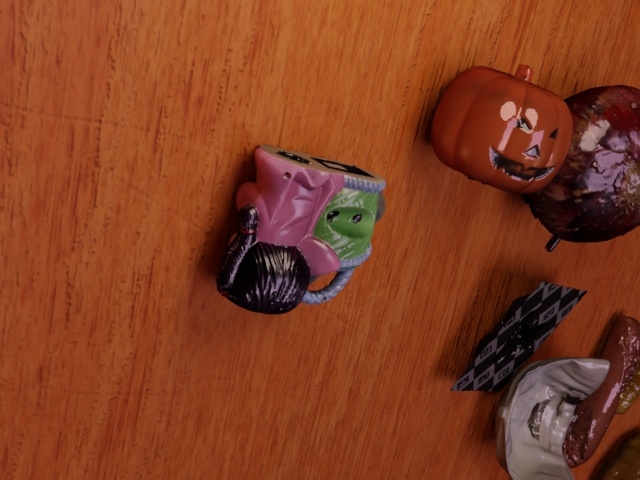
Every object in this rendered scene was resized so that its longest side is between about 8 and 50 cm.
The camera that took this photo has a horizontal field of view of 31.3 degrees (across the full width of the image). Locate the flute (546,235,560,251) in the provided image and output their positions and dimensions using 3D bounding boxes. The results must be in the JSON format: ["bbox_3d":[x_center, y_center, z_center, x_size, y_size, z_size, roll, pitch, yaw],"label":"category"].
[{"bbox_3d":[0.455,-0.089,1.892,0.269,0.014,0.014,-53,140,-6],"label":"flute"}]

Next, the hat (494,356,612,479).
[{"bbox_3d":[0.401,0.320,2.027,0.301,0.168,0.257,37,70,-73],"label":"hat"}]

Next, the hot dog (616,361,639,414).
[{"bbox_3d":[0.654,0.230,2.245,0.286,0.088,0.061,-45,133,-19],"label":"hot dog"}]

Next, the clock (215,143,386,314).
[{"bbox_3d":[-0.024,-0.004,1.375,0.194,0.100,0.195,12,103,-37],"label":"clock"}]

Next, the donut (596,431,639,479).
[{"bbox_3d":[0.689,0.526,2.434,0.208,0.128,0.261,-48,141,-12],"label":"donut"}]

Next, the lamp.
[{"bbox_3d":[0.241,-0.154,1.506,0.188,0.188,0.163,4,111,-46],"label":"lamp"}]

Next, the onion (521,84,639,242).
[{"bbox_3d":[0.410,-0.113,1.700,0.246,0.190,0.246,-8,112,-22],"label":"onion"}]

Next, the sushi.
[{"bbox_3d":[0.309,0.146,1.857,0.231,0.047,0.220,-52,152,15],"label":"sushi"}]

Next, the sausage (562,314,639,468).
[{"bbox_3d":[0.529,0.296,2.162,0.087,0.079,0.326,-67,179,-79],"label":"sausage"}]

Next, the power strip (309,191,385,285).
[{"bbox_3d":[0.000,0.000,1.478,0.227,0.029,0.080,-43,138,-16],"label":"power strip"}]
